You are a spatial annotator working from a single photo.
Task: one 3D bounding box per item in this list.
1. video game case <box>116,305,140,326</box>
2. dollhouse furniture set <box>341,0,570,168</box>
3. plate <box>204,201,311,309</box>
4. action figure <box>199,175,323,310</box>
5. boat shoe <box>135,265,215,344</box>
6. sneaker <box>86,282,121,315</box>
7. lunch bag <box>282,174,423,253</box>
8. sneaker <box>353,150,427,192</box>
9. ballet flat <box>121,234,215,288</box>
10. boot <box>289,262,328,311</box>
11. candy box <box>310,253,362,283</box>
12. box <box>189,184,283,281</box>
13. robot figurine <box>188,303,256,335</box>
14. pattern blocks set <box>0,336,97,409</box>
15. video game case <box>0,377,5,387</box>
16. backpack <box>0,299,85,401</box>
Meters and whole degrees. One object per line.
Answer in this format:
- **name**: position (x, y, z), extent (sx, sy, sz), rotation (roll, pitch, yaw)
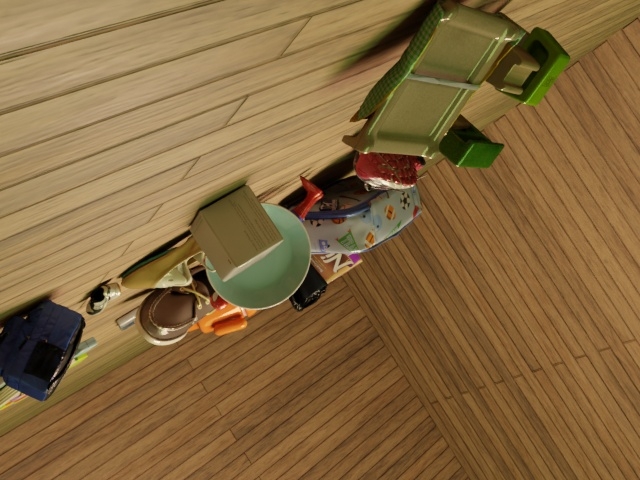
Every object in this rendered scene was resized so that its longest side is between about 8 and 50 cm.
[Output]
- **video game case**: position (-0.401, 0.158, 1.758), extent (0.157, 0.019, 0.143), rotation (-32, 177, -17)
- **dollhouse furniture set**: position (0.139, -0.214, 0.927), extent (0.301, 0.151, 0.198), rotation (-3, 134, -48)
- **plate**: position (-0.107, 0.026, 1.284), extent (0.188, 0.188, 0.024), rotation (-32, -158, -12)
- **action figure**: position (-0.131, -0.010, 1.346), extent (0.280, 0.139, 0.091), rotation (-55, 175, -2)
- **boat shoe**: position (-0.274, 0.120, 1.604), extent (0.096, 0.117, 0.324), rotation (-39, 178, 26)
- **sneaker**: position (-0.349, 0.091, 1.177), extent (0.083, 0.032, 0.037), rotation (-40, 160, 30)
- **lunch bag**: position (0.052, -0.060, 1.561), extent (0.243, 0.115, 0.303), rotation (2, -160, 40)
- **sneaker**: position (0.116, -0.135, 1.392), extent (0.112, 0.121, 0.299), rotation (-30, 179, 19)
- **ballet flat**: position (-0.205, 0.030, 1.193), extent (0.232, 0.073, 0.080), rotation (-32, 176, 0)
- **boot**: position (-0.098, 0.074, 1.707), extent (0.094, 0.207, 0.246), rotation (-30, 177, -35)
- **candy box**: position (0.000, 0.000, 1.715), extent (0.109, 0.187, 0.053), rotation (-32, 176, -6)
- **box**: position (-0.127, -0.009, 1.115), extent (0.087, 0.102, 0.101), rotation (-33, 178, -24)
- **robot figurine**: position (-0.241, 0.143, 1.823), extent (0.219, 0.128, 0.158), rotation (-20, -161, -8)
- **pattern blocks set**: position (-0.586, 0.291, 1.494), extent (0.285, 0.026, 0.324), rotation (-29, 175, -44)
- **video game case**: position (-0.598, 0.269, 1.481), extent (0.212, 0.023, 0.193), rotation (-32, 177, -8)
- **backpack**: position (-0.375, 0.139, 1.005), extent (0.098, 0.101, 0.120), rotation (-30, -148, 58)
